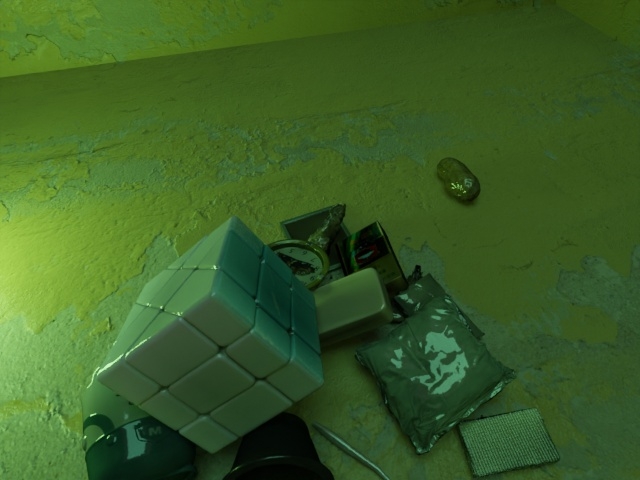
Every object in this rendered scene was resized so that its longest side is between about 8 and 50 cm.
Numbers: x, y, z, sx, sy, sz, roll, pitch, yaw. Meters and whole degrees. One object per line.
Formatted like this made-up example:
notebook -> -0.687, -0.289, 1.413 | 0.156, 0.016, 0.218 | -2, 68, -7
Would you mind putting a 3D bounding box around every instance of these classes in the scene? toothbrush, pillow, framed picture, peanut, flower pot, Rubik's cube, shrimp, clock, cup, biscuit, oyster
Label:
toothbrush -> 0.107, 0.502, 0.924 | 0.306, 0.025, 0.029 | 27, 47, 24
pillow -> 0.325, 0.212, 1.126 | 0.148, 0.050, 0.230 | -34, 72, -14
framed picture -> 0.000, 0.000, 1.378 | 0.216, 0.017, 0.275 | -17, 50, -11
peanut -> 0.506, -0.231, 1.501 | 0.108, 0.095, 0.226 | -15, 48, -6
flower pot -> -0.092, 0.469, 0.859 | 0.234, 0.236, 0.148 | -7, 30, -3
Rubik's cube -> -0.214, 0.199, 0.898 | 0.318, 0.316, 0.322 | -36, 24, 14
pillow -> 0.273, 0.304, 0.992 | 0.309, 0.138, 0.283 | -34, 61, -7
shrimp -> 0.230, 0.145, 1.219 | 0.151, 0.046, 0.219 | 22, 54, 17
clock -> -0.089, 0.084, 1.164 | 0.236, 0.057, 0.237 | -1, 39, 1
cup -> -0.373, 0.422, 0.915 | 0.289, 0.219, 0.258 | 4, 40, -38
biscuit -> 0.426, 0.463, 0.932 | 0.199, 0.041, 0.121 | -8, 51, -2
oyster -> 0.011, -0.009, 1.300 | 0.107, 0.162, 0.233 | 39, 67, 12

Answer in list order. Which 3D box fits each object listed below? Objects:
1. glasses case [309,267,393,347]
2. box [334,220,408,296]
glasses case -> 0.019, 0.198, 1.081 | 0.335, 0.076, 0.144 | -23, 48, 15
box -> 0.148, 0.069, 1.208 | 0.159, 0.071, 0.240 | -32, 42, 14
